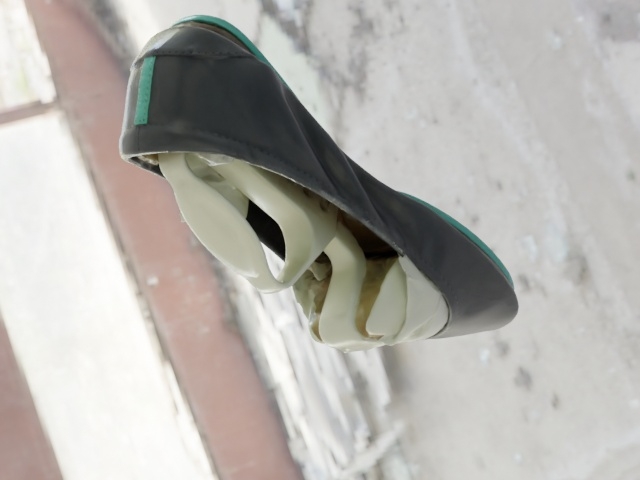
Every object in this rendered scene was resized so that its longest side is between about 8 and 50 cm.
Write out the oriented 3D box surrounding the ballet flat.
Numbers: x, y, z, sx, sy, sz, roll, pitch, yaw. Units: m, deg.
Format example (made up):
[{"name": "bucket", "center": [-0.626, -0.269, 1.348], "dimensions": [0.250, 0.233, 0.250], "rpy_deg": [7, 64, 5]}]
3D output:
[{"name": "ballet flat", "center": [0.000, 0.000, 0.543], "dimensions": [0.203, 0.074, 0.074], "rpy_deg": [40, 173, -32]}]
